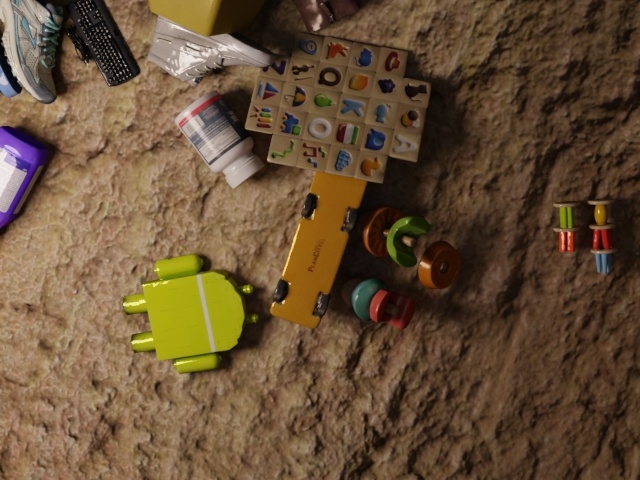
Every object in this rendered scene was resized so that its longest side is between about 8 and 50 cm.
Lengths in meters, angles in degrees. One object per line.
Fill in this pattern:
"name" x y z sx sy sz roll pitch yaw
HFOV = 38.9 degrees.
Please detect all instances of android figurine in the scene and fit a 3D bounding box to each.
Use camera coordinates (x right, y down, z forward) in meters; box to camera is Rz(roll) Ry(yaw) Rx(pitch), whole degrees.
"android figurine" -0.267 0.152 1.881 0.272 0.056 0.248 -12 96 5

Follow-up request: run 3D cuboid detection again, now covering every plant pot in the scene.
"plant pot" -0.210 -0.502 1.707 0.212 0.212 0.187 28 119 19

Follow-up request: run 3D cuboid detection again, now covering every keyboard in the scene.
"keyboard" -0.454 -0.399 1.830 0.100 0.038 0.192 -28 94 7

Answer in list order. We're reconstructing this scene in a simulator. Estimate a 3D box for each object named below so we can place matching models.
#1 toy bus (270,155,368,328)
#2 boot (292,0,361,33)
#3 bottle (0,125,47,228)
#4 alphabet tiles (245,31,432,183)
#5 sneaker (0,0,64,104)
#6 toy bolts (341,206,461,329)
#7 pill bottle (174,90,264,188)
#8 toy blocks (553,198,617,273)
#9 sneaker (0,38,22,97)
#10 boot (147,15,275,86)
"toy bus" 0.000 0.000 1.809 0.108 0.130 0.333 18 98 0
"boot" 0.030 -0.543 1.752 0.248 0.090 0.207 -26 103 22
"bottle" -0.670 -0.091 1.854 0.118 0.092 0.283 30 98 0
"alphabet tiles" 0.037 -0.264 1.776 0.342 0.011 0.285 11 73 2
"sneaker" -0.566 -0.414 1.800 0.122 0.110 0.283 -17 96 2
"toy bolts" 0.144 0.060 1.834 0.218 0.158 0.229 26 88 -41
"pill bottle" -0.196 -0.197 1.806 0.108 0.108 0.180 -36 95 7
"toy blocks" 0.531 -0.006 1.817 0.123 0.054 0.148 -5 97 3
"sneaker" -0.691 -0.380 1.828 0.090 0.081 0.232 -29 88 9
"boot" -0.219 -0.360 1.794 0.258 0.095 0.123 25 105 15
